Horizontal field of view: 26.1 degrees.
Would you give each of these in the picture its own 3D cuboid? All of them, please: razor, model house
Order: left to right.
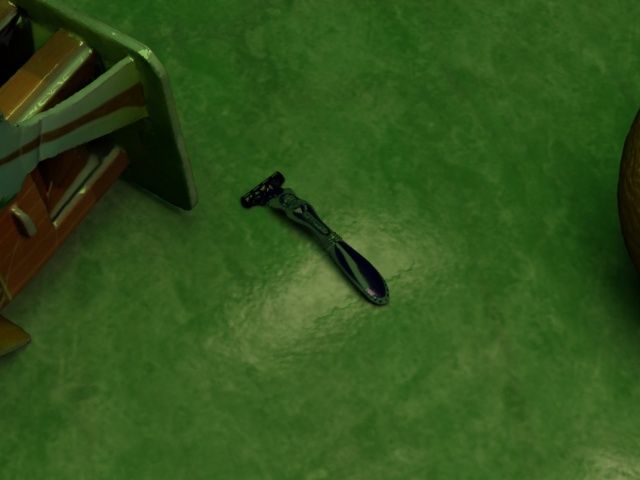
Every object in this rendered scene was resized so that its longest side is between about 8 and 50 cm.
[{"bbox_3d":[-0.310,-0.069,0.978,0.300,0.340,0.323,28,65,19],"label":"model house"},{"bbox_3d":[0.000,-0.003,1.110,0.044,0.028,0.154,-37,63,-21],"label":"razor"}]

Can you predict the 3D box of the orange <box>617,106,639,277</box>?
[{"bbox_3d":[0.347,-0.043,0.989,0.274,0.274,0.274,0,57,0],"label":"orange"}]
